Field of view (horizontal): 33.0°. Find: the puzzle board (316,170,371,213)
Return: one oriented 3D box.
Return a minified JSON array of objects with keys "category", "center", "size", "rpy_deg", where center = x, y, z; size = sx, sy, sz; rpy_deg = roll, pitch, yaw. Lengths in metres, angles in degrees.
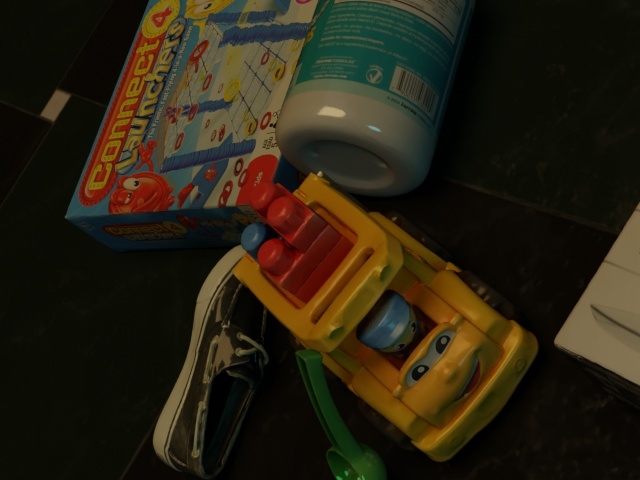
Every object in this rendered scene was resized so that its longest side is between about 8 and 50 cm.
[{"category":"puzzle board","center":[0.000,0.000,0.958],"size":[0.096,0.128,0.011],"rpy_deg":[-49,52,4]}]

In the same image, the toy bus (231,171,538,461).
[{"category":"toy bus","center":[0.031,0.042,0.847],"size":[0.149,0.211,0.220],"rpy_deg":[-50,44,1]}]

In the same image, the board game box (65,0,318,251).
[{"category":"board game box","center":[-0.102,-0.145,1.171],"size":[0.302,0.086,0.308],"rpy_deg":[-3,62,39]}]

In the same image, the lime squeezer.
[{"category":"lime squeezer","center":[0.000,0.223,0.842],"size":[0.059,0.110,0.310],"rpy_deg":[26,112,30]}]

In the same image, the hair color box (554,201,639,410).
[{"category":"hair color box","center":[0.328,-0.019,0.708],"size":[0.185,0.110,0.339],"rpy_deg":[28,82,45]}]

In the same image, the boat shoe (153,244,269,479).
[{"category":"boat shoe","center":[-0.081,0.112,0.999],"size":[0.070,0.078,0.219],"rpy_deg":[10,78,44]}]

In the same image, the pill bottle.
[{"category":"pill bottle","center":[0.060,-0.185,1.015],"size":[0.146,0.146,0.264],"rpy_deg":[-1,62,40]}]
